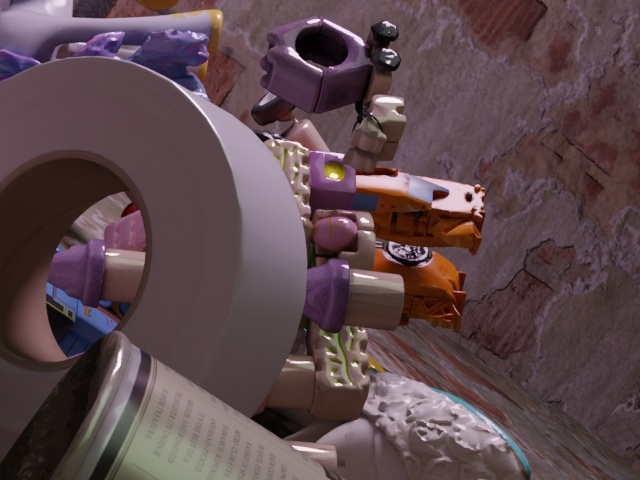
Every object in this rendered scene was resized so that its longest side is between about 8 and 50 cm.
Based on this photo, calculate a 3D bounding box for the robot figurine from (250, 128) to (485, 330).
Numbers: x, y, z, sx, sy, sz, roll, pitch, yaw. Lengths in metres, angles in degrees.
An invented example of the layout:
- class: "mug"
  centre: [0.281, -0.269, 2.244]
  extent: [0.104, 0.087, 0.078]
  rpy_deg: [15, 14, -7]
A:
- class: "robot figurine"
  centre: [0.000, 0.000, 1.534]
  extent: [0.291, 0.211, 0.085]
  rpy_deg: [6, 41, -2]

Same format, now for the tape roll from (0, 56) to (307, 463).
- class: "tape roll"
  centre: [-0.154, 0.023, 1.119]
  extent: [0.286, 0.286, 0.100]
  rpy_deg: [38, 5, 27]

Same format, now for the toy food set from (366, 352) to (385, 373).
- class: "toy food set"
  centre: [0.017, 0.185, 2.024]
  extent: [0.218, 0.071, 0.128]
  rpy_deg: [33, 29, -7]

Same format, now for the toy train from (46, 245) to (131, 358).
- class: "toy train"
  centre: [-0.211, 0.075, 1.393]
  extent: [0.184, 0.080, 0.105]
  rpy_deg: [38, 22, -24]

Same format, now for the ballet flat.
- class: "ballet flat"
  centre: [0.019, 0.185, 1.489]
  extent: [0.147, 0.147, 0.409]
  rpy_deg: [32, -6, -36]

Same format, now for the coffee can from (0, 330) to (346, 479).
- class: "coffee can"
  centre: [-0.033, 0.197, 0.749]
  extent: [0.275, 0.201, 0.201]
  rpy_deg: [34, 5, -11]

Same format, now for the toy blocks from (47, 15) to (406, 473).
- class: "toy blocks"
  centre: [-0.094, 0.010, 1.285]
  extent: [0.260, 0.309, 0.288]
  rpy_deg: [7, 50, -10]

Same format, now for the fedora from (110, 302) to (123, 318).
- class: "fedora"
  centre: [-0.187, 0.076, 1.555]
  extent: [0.194, 0.079, 0.194]
  rpy_deg: [35, 6, -4]

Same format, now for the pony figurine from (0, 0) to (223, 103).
- class: "pony figurine"
  centre: [-0.277, -0.173, 1.475]
  extent: [0.363, 0.303, 0.351]
  rpy_deg: [9, 25, -8]

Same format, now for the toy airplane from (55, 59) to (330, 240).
- class: "toy airplane"
  centre: [-0.160, -0.007, 1.758]
  extent: [0.386, 0.272, 0.384]
  rpy_deg: [28, -36, 22]
